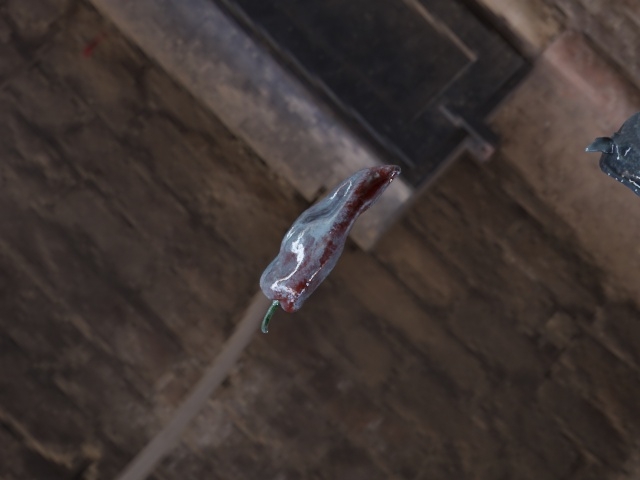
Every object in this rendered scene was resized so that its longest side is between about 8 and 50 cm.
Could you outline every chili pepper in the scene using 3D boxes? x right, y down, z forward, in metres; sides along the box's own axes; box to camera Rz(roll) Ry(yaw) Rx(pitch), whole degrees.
[{"bbox_3d":[-0.001,0.000,1.022,0.041,0.153,0.050,27,-168,-49],"label":"chili pepper"}]

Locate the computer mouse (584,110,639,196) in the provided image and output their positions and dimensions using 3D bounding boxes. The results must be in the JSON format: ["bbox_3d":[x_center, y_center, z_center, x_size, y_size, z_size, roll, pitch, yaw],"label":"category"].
[{"bbox_3d":[0.313,-0.053,1.066,0.229,0.113,0.068,-3,120,3],"label":"computer mouse"}]
